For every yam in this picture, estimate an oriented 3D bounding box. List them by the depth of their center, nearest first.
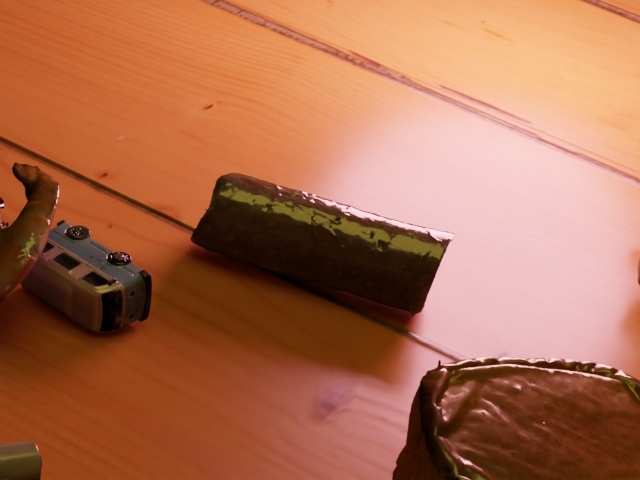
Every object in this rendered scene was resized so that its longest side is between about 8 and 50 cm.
[{"bbox_3d":[0.000,0.000,1.688,0.259,0.093,0.093,17,31,6],"label":"yam"}]

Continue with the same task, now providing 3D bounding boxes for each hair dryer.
[{"bbox_3d":[-0.242,0.212,1.315,0.063,0.038,0.124,-6,42,-29],"label":"hair dryer"}]

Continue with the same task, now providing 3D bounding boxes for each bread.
[{"bbox_3d":[0.188,0.204,1.387,0.253,0.142,0.227,8,30,-14],"label":"bread"}]

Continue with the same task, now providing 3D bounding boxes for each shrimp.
[{"bbox_3d":[-0.302,-0.019,1.569,0.059,0.145,0.254,41,22,-22],"label":"shrimp"}]

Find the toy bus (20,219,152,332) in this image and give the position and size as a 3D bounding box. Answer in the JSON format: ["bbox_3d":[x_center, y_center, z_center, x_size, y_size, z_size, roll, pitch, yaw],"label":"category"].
[{"bbox_3d":[-0.226,0.039,1.573,0.123,0.060,0.075,29,39,29],"label":"toy bus"}]

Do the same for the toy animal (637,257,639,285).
[{"bbox_3d":[0.445,0.020,1.822,0.184,0.104,0.185,22,27,1],"label":"toy animal"}]
